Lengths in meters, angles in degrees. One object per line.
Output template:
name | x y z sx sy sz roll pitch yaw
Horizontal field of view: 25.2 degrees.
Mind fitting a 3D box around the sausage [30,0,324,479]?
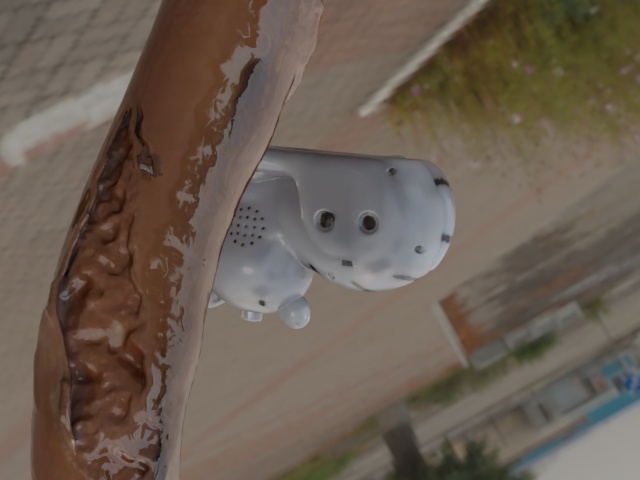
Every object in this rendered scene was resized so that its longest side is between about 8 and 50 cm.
sausage | -0.057 -0.015 0.566 0.078 0.304 0.078 14 159 5

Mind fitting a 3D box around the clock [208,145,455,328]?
clock | 0.000 0.000 0.917 0.176 0.117 0.080 6 -173 23
